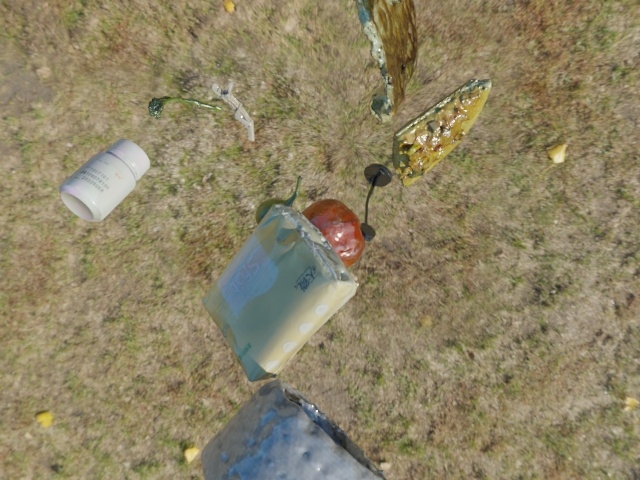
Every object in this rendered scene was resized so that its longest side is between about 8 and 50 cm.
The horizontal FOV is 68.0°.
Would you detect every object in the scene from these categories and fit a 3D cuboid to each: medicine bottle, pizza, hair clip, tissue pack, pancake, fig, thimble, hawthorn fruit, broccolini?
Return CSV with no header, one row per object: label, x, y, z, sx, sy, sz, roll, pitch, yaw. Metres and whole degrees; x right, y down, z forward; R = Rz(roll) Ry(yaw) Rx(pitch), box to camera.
medicine bottle,-0.228,-0.065,0.505,0.052,0.089,0.052,20,144,15
pizza,0.308,-0.265,1.211,0.268,0.258,0.087,-37,75,0
hair clip,-0.246,-0.398,1.468,0.072,0.034,0.226,-9,139,25
tissue pack,-0.067,0.077,0.723,0.222,0.090,0.186,-50,58,20
pancake,0.093,-0.322,0.735,0.057,0.244,0.265,-7,67,31
fig,-0.137,-0.132,1.775,0.149,0.149,0.245,42,107,-5
thimble,-0.029,0.323,0.662,0.246,0.217,0.157,40,83,13
hawthorn fruit,0.000,0.000,1.522,0.272,0.242,0.241,-23,100,-23
broccolini,-0.325,-0.328,1.135,0.054,0.194,0.052,-25,84,52

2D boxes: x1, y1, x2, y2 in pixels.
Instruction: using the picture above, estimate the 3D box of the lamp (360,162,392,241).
lamp,0.190,-0.156,1.699,0.130,0.371,0.108,36,127,-10
